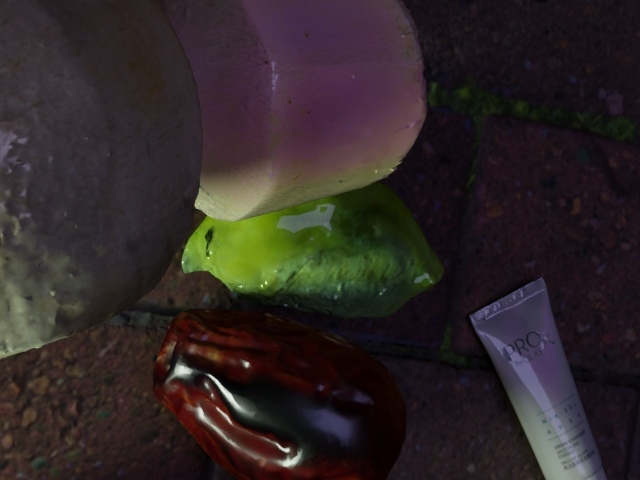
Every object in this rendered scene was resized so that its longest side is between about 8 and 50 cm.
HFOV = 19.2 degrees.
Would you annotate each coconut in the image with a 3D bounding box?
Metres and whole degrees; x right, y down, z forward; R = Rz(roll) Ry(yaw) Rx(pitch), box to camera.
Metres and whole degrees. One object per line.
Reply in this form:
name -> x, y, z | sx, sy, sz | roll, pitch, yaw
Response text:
coconut -> -0.059, -0.138, 1.605 | 0.245, 0.233, 0.233 | -10, 99, -31
coconut -> -0.279, -0.081, 1.391 | 0.344, 0.415, 0.415 | -43, 119, 14

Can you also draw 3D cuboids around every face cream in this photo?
face cream -> 0.230, 0.165, 1.908 | 0.092, 0.058, 0.244 | -27, 101, -22

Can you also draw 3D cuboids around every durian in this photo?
durian -> 0.000, 0.000, 1.722 | 0.250, 0.101, 0.139 | 16, 86, -32

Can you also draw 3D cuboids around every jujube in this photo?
jujube -> -0.039, 0.148, 1.684 | 0.236, 0.168, 0.168 | 26, 80, -13
